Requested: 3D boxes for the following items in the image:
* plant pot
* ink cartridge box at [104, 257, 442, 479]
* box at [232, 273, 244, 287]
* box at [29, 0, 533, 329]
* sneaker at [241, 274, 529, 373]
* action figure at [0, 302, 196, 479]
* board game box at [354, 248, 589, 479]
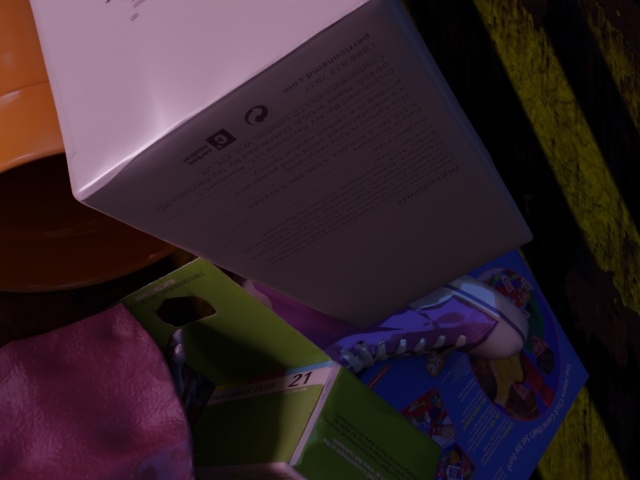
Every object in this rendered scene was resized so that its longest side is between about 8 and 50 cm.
[{"bbox_3d":[-0.202,-0.089,0.564,0.205,0.205,0.188,-2,60,-41],"label":"plant pot"},{"bbox_3d":[-0.061,0.145,0.590,0.255,0.188,0.097,41,54,-20],"label":"ink cartridge box"},{"bbox_3d":[0.000,0.000,0.795,0.145,0.038,0.186,36,54,-25],"label":"box"},{"bbox_3d":[-0.007,-0.096,0.498,0.345,0.168,0.215,34,30,-59],"label":"box"},{"bbox_3d":[0.056,0.096,0.693,0.282,0.102,0.161,20,62,-5],"label":"sneaker"},{"bbox_3d":[-0.264,0.160,0.461,0.370,0.276,0.248,-4,34,-27],"label":"action figure"},{"bbox_3d":[0.166,0.167,0.847,0.347,0.078,0.233,-38,100,-42],"label":"board game box"}]
